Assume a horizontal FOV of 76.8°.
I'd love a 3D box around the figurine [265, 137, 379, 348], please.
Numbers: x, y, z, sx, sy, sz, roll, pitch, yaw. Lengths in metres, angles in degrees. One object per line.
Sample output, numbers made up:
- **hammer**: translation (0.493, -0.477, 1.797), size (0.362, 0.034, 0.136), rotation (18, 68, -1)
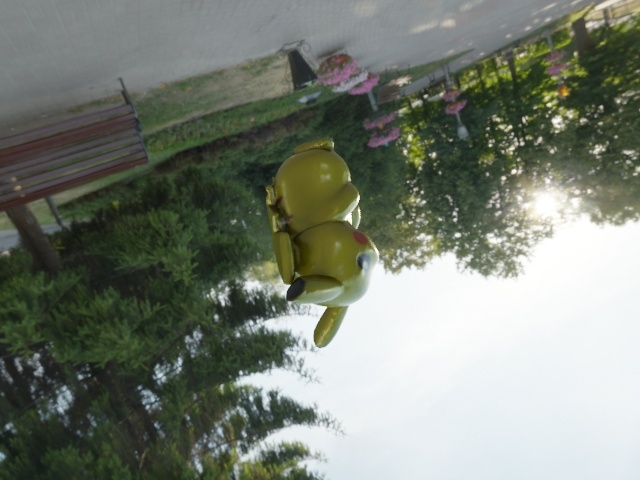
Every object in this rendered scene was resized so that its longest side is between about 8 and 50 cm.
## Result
- **figurine**: translation (-0.001, -0.007, 0.680), size (0.169, 0.326, 0.218), rotation (-18, 156, 5)
